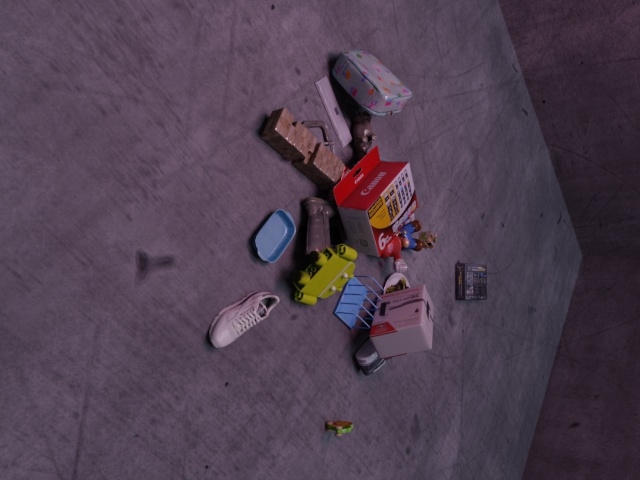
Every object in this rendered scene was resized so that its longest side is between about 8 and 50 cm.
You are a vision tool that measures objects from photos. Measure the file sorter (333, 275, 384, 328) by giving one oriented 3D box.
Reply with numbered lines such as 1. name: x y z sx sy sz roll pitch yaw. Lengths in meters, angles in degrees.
1. file sorter: 0.148 0.226 1.837 0.118 0.105 0.170 47 56 -35

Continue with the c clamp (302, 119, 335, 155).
1. c clamp: -0.003 -0.359 1.759 0.161 0.022 0.137 -9 90 -49

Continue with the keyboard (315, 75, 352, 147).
1. keyboard: 0.052 -0.471 1.839 0.072 0.014 0.256 -49 122 -43

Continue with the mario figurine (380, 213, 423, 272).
1. mario figurine: 0.336 0.003 1.995 0.198 0.170 0.321 54 34 14

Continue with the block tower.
1. block tower: -0.052 -0.295 1.660 0.335 0.091 0.097 39 62 -39

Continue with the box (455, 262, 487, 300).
1. box: 0.763 0.209 2.526 0.233 0.059 0.183 5 85 -46

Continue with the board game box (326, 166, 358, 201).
1. board game box: 0.119 -0.168 1.846 0.194 0.045 0.146 25 79 -38

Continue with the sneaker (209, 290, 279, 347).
1. sneaker: -0.221 0.224 1.452 0.235 0.095 0.090 -44 120 -37

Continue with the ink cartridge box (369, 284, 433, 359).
1. ink cartridge box: 0.306 0.295 1.852 0.114 0.197 0.273 66 22 -18

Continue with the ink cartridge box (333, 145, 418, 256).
1. ink cartridge box: 0.203 -0.147 1.778 0.309 0.130 0.271 -49 134 -34

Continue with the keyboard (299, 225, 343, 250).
1. keyboard: 0.000 0.000 1.753 0.192 0.038 0.100 2 64 -45

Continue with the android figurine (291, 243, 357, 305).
1. android figurine: 0.020 0.115 1.659 0.248 0.056 0.273 -47 147 9

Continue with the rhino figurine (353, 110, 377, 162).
1. rhino figurine: 0.163 -0.378 1.888 0.073 0.106 0.243 3 86 -20

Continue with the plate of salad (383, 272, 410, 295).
1. plate of salad: 0.327 0.232 2.069 0.200 0.048 0.199 4 84 -46

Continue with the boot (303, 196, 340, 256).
1. boot: 0.020 -0.035 1.701 0.190 0.076 0.208 5 62 -34

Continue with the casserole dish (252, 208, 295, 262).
1. casserole dish: -0.150 -0.015 1.581 0.114 0.037 0.188 54 51 -30

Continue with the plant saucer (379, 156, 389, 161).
1. plant saucer: 0.224 -0.230 1.975 0.195 0.037 0.194 -4 96 -37

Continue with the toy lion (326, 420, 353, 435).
1. toy lion: 0.075 0.650 1.746 0.096 0.100 0.034 4 83 -28

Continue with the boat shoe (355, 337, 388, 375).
1. boat shoe: 0.254 0.408 1.941 0.301 0.108 0.102 -37 116 -39

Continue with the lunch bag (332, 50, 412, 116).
1. lunch bag: 0.194 -0.573 1.836 0.279 0.108 0.224 51 39 15

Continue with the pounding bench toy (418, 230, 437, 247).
1. pounding bench toy: 0.493 -0.001 2.231 0.065 0.083 0.052 46 56 -34
